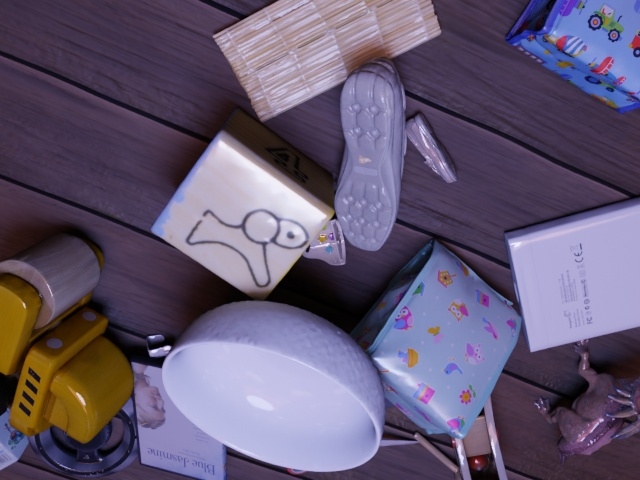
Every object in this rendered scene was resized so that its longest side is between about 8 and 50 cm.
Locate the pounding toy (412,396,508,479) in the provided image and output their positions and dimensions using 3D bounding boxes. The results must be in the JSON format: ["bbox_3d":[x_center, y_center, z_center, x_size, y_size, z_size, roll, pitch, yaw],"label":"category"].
[{"bbox_3d":[0.255,0.387,1.139,0.154,0.154,0.270,-12,112,5],"label":"pounding toy"}]

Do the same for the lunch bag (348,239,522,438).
[{"bbox_3d":[0.196,0.156,1.022,0.223,0.160,0.262,41,69,-4],"label":"lunch bag"}]

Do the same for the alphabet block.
[{"bbox_3d":[-0.110,-0.059,0.933,0.197,0.193,0.192,36,110,-14],"label":"alphabet block"}]

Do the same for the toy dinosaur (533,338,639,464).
[{"bbox_3d":[0.495,0.315,1.081,0.127,0.200,0.296,25,112,-10],"label":"toy dinosaur"}]

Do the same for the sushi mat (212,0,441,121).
[{"bbox_3d":[0.011,-0.312,0.918,0.316,0.019,0.152,-24,109,10],"label":"sushi mat"}]

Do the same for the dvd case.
[{"bbox_3d":[-0.260,0.333,1.119,0.180,0.022,0.253,9,116,12],"label":"dvd case"}]

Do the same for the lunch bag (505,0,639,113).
[{"bbox_3d":[0.446,-0.361,0.852,0.220,0.138,0.293,28,98,-10],"label":"lunch bag"}]

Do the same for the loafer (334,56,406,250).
[{"bbox_3d":[0.086,-0.124,0.949,0.112,0.111,0.320,18,132,18],"label":"loafer"}]

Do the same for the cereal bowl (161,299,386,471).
[{"bbox_3d":[-0.059,0.207,0.932,0.338,0.141,0.339,11,137,11],"label":"cereal bowl"}]

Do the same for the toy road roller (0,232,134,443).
[{"bbox_3d":[-0.424,0.179,1.009,0.240,0.202,0.330,28,114,3],"label":"toy road roller"}]

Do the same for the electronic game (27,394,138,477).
[{"bbox_3d":[-0.457,0.370,1.195,0.229,0.048,0.229,-2,110,-6],"label":"electronic game"}]

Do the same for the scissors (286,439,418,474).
[{"bbox_3d":[0.067,0.380,1.155,0.296,0.021,0.109,-5,118,-19],"label":"scissors"}]

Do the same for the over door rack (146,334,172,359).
[{"bbox_3d":[-0.148,0.286,1.126,0.324,0.108,0.240,-7,112,4],"label":"over door rack"}]

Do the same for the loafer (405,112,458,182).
[{"bbox_3d":[0.176,-0.144,0.980,0.039,0.045,0.125,-26,104,29],"label":"loafer"}]

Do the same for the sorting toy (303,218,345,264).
[{"bbox_3d":[0.000,0.000,1.040,0.075,0.045,0.083,-8,113,12],"label":"sorting toy"}]

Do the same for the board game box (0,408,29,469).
[{"bbox_3d":[-0.741,0.333,1.158,0.224,0.097,0.303,-30,111,11],"label":"board game box"}]

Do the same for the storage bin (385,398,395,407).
[{"bbox_3d":[0.108,0.264,1.130,0.135,0.098,0.091,-11,140,5],"label":"storage bin"}]

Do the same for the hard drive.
[{"bbox_3d":[0.516,0.048,1.051,0.352,0.047,0.233,-15,112,8],"label":"hard drive"}]
